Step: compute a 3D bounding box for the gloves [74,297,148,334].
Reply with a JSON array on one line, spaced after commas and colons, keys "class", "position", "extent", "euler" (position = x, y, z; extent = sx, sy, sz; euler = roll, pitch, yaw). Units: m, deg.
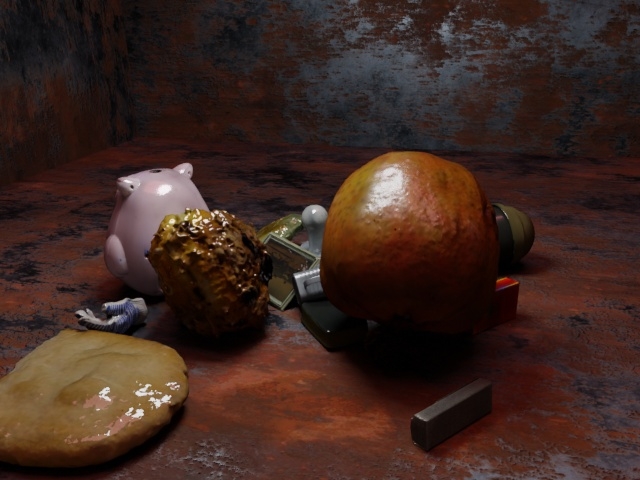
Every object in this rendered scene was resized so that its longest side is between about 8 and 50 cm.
[{"class": "gloves", "position": [-0.543, 0.199, 1.640], "extent": [0.097, 0.119, 0.229], "euler": [47, 20, 23]}]

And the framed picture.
[{"class": "framed picture", "position": [-0.135, 0.085, 1.890], "extent": [0.252, 0.014, 0.197], "euler": [26, 75, 43]}]

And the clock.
[{"class": "clock", "position": [-0.474, -0.027, 1.902], "extent": [0.251, 0.376, 0.368], "euler": [22, 30, 38]}]

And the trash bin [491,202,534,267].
[{"class": "trash bin", "position": [0.527, -0.005, 2.021], "extent": [0.334, 0.214, 0.214], "euler": [-13, 23, -10]}]

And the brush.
[{"class": "brush", "position": [0.035, 0.215, 1.666], "extent": [0.123, 0.059, 0.197], "euler": [-11, 21, -22]}]

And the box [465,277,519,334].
[{"class": "box", "position": [0.455, 0.175, 1.681], "extent": [0.175, 0.112, 0.048], "euler": [-13, 24, -32]}]

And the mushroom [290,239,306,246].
[{"class": "mushroom", "position": [-0.072, 0.002, 2.276], "extent": [0.307, 0.043, 0.068], "euler": [5, 4, 19]}]

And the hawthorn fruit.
[{"class": "hawthorn fruit", "position": [0.231, 0.005, 1.523], "extent": [0.473, 0.471, 0.471], "euler": [-1, 21, 0]}]

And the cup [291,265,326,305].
[{"class": "cup", "position": [-0.005, 0.120, 1.750], "extent": [0.130, 0.095, 0.128], "euler": [-15, -13, -11]}]

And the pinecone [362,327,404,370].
[{"class": "pinecone", "position": [0.157, 0.257, 1.498], "extent": [0.102, 0.102, 0.109], "euler": [-11, 29, -24]}]

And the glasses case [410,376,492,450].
[{"class": "glasses case", "position": [0.272, 0.351, 1.283], "extent": [0.205, 0.070, 0.047], "euler": [-17, 22, -34]}]

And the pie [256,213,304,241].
[{"class": "pie", "position": [-0.176, -0.006, 2.134], "extent": [0.307, 0.071, 0.306], "euler": [-32, 7, 4]}]

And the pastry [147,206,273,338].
[{"class": "pastry", "position": [-0.274, 0.091, 1.669], "extent": [0.293, 0.337, 0.405], "euler": [-19, -9, 0]}]

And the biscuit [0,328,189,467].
[{"class": "biscuit", "position": [-0.510, 0.325, 1.344], "extent": [0.447, 0.103, 0.429], "euler": [6, 21, 20]}]

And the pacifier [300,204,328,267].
[{"class": "pacifier", "position": [0.000, 0.000, 1.987], "extent": [0.244, 0.232, 0.299], "euler": [3, 20, 35]}]
